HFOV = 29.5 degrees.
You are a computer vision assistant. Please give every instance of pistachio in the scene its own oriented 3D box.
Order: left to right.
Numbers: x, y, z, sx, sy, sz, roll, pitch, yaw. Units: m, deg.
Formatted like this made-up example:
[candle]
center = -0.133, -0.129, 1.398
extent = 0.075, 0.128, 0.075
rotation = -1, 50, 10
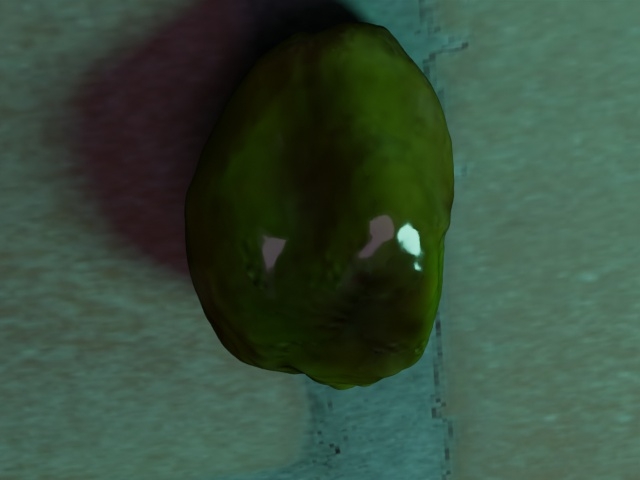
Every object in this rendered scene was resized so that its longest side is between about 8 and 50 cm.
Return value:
[pistachio]
center = -0.003, -0.001, 0.520
extent = 0.110, 0.100, 0.189
rotation = -1, 134, -9
